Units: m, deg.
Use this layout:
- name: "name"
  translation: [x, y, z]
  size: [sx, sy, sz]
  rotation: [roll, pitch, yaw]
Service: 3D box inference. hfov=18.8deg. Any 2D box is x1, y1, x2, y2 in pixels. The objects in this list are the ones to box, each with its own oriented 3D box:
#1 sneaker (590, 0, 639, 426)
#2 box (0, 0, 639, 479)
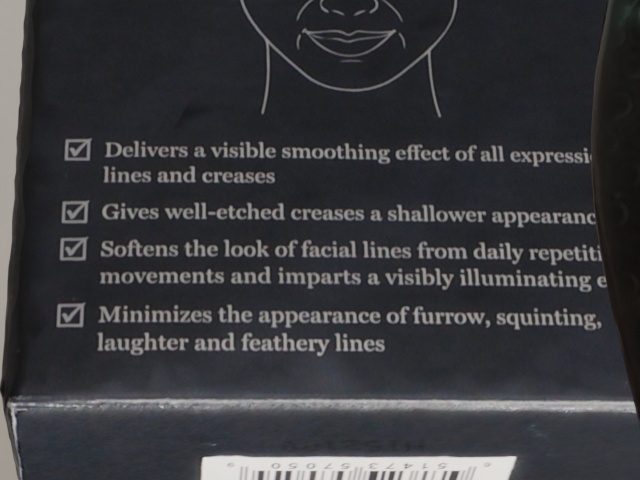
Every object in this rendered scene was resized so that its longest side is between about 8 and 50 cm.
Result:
- name: "sneaker"
  translation: [0.121, 0.030, 0.375]
  size: [0.090, 0.145, 0.270]
  rotation: [-5, 79, 30]
- name: "box"
  translation: [0.007, -0.051, 0.951]
  size: [0.294, 0.212, 0.395]
  rotation: [1, 61, -3]
